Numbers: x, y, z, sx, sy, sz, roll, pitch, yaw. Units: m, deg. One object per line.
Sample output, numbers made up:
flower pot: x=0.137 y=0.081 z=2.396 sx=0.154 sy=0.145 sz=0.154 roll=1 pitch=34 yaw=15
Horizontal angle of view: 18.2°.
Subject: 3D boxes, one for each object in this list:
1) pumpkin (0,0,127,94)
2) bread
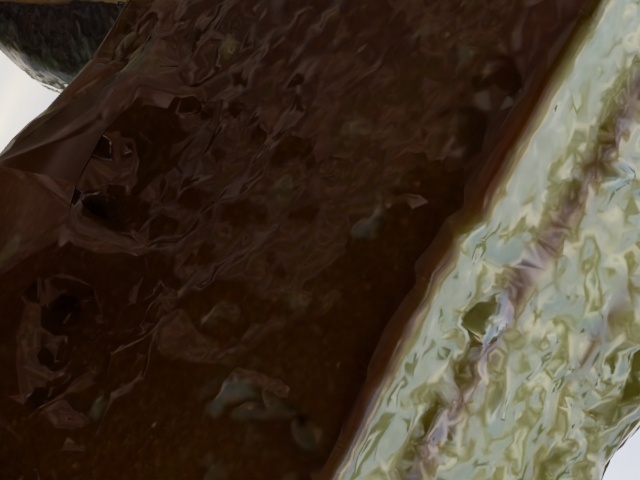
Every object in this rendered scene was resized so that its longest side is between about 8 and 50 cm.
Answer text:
pumpkin: x=-0.059 y=-0.124 z=1.200 sx=0.163 sy=0.278 sz=0.111 roll=-120 pitch=-167 yaw=-64
bread: x=0.000 y=0.000 z=0.498 sx=0.184 sy=0.110 sz=0.234 roll=14 pitch=-112 yaw=52
